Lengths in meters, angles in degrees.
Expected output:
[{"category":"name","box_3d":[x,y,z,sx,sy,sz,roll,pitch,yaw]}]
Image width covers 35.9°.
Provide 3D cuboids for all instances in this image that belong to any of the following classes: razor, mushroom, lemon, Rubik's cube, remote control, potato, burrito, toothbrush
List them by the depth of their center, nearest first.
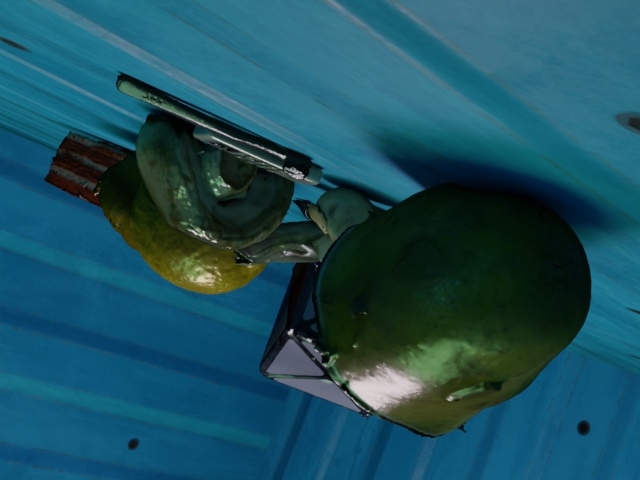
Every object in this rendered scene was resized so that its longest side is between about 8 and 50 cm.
[{"category":"potato","box_3d":[0.206,0.065,1.135,0.397,0.290,0.296,-2,165,-45]},{"category":"toothbrush","box_3d":[-0.141,-0.154,1.342,0.297,0.030,0.030,24,149,-22]},{"category":"remote control","box_3d":[-0.088,-0.125,1.436,0.190,0.029,0.087,22,176,-26]},{"category":"mushroom","box_3d":[0.046,-0.008,1.534,0.154,0.122,0.154,48,180,0]},{"category":"mushroom","box_3d":[-0.188,-0.083,1.572,0.189,0.164,0.267,17,174,39]},{"category":"burrito","box_3d":[0.000,0.000,1.670,0.309,0.066,0.096,-5,149,-6]},{"category":"lemon","box_3d":[-0.214,-0.034,1.801,0.310,0.253,0.253,23,178,27]},{"category":"razor","box_3d":[0.027,-0.037,2.030,0.190,0.033,0.066,23,176,-33]},{"category":"Rubik's cube","box_3d":[0.073,0.177,2.204,0.310,0.305,0.307,23,150,-8]}]

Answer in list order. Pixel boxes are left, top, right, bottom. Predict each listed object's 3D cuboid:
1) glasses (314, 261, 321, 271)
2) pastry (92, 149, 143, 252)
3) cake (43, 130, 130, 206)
[{"category":"glasses","box_3d":[0.097,0.040,1.781,0.255,0.162,0.095,23,179,-14]},{"category":"pastry","box_3d":[-0.304,-0.054,2.078,0.356,0.164,0.356,34,-165,-10]},{"category":"cake","box_3d":[-0.513,-0.153,2.402,0.262,0.158,0.159,23,175,-3]}]
